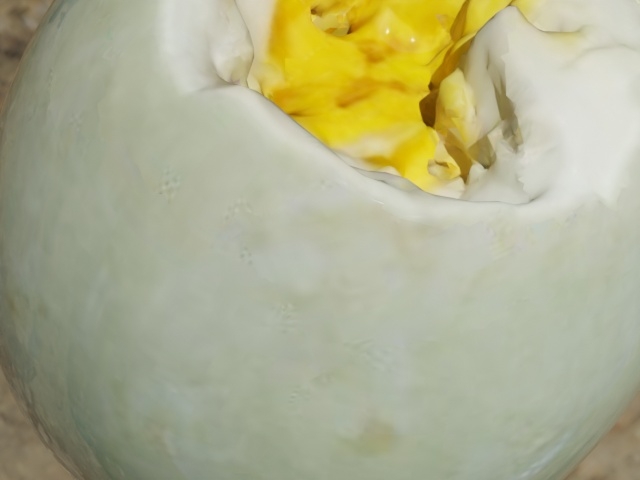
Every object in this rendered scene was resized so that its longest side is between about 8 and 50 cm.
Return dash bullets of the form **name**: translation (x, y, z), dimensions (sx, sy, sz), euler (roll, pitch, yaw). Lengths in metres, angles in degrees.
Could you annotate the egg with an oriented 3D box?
- **egg**: translation (0.000, 0.000, 0.782), dimensions (0.278, 0.278, 0.336), euler (-16, 154, -25)
